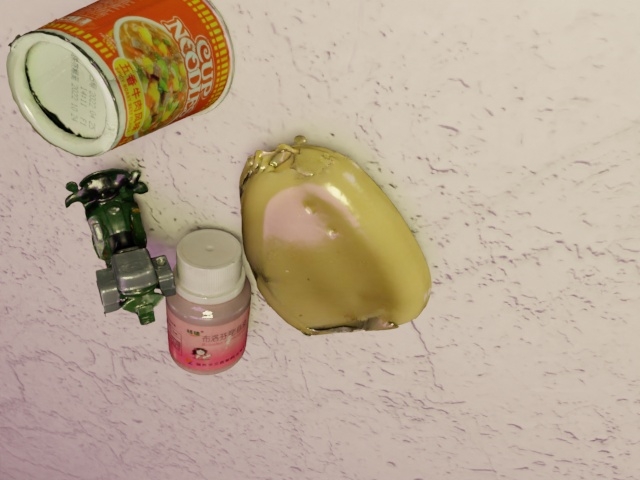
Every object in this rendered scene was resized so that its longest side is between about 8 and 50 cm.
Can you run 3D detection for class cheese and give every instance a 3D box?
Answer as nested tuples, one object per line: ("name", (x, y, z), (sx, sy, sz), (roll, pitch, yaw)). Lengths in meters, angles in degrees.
("cheese", (0.000, 0.000, 0.682), (0.260, 0.128, 0.315), (-18, 123, 21))

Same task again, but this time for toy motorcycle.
("toy motorcycle", (-0.307, -0.002, 0.737), (0.274, 0.125, 0.187), (52, 147, 37))

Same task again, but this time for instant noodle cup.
("instant noodle cup", (-0.231, -0.201, 0.558), (0.193, 0.212, 0.193), (10, 126, 14))

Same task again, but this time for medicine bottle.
("medicine bottle", (-0.189, 0.106, 0.809), (0.147, 0.147, 0.247), (18, 129, 7))
